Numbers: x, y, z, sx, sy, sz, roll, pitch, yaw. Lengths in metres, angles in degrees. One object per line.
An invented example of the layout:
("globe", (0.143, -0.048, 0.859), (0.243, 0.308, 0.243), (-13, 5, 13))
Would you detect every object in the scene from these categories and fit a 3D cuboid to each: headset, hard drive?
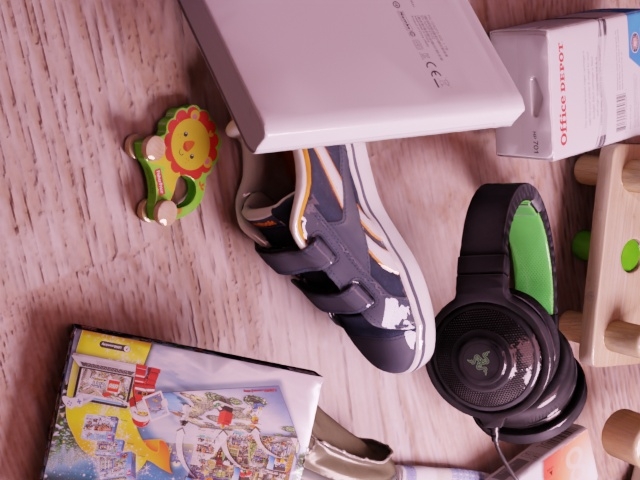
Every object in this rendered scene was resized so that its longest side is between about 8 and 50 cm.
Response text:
("headset", (0.168, 0.134, 1.623), (0.243, 0.185, 0.394), (41, 50, -62))
("hard drive", (0.030, -0.185, 1.470), (0.307, 0.040, 0.203), (-9, 63, -36))

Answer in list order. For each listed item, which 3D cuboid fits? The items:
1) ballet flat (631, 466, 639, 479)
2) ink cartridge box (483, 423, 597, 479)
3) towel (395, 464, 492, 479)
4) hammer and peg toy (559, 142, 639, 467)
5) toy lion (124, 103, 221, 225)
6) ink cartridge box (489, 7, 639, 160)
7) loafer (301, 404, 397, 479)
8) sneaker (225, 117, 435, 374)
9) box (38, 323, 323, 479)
("ballet flat", (0.422, 0.283, 1.923), (0.213, 0.072, 0.068), (-34, 90, -29))
("ink cartridge box", (0.262, 0.318, 1.778), (0.145, 0.045, 0.179), (-29, 111, -33))
("towel", (0.160, 0.359, 1.748), (0.285, 0.034, 0.209), (12, 89, -40))
("hammer and peg toy", (0.400, 0.068, 1.818), (0.266, 0.127, 0.361), (-2, 100, -39))
("toy lion", (-0.130, -0.073, 1.450), (0.096, 0.034, 0.100), (-23, 112, -40))
("ink cartridge box", (0.272, -0.171, 1.687), (0.190, 0.082, 0.140), (-17, 108, -43))
("loafer", (-0.018, 0.193, 1.541), (0.251, 0.094, 0.087), (16, 92, -38))
("sneaker", (0.000, 0.000, 1.503), (0.127, 0.126, 0.321), (-30, 104, -35))
("box", (-0.128, 0.176, 1.426), (0.233, 0.044, 0.159), (13, 91, -12))
